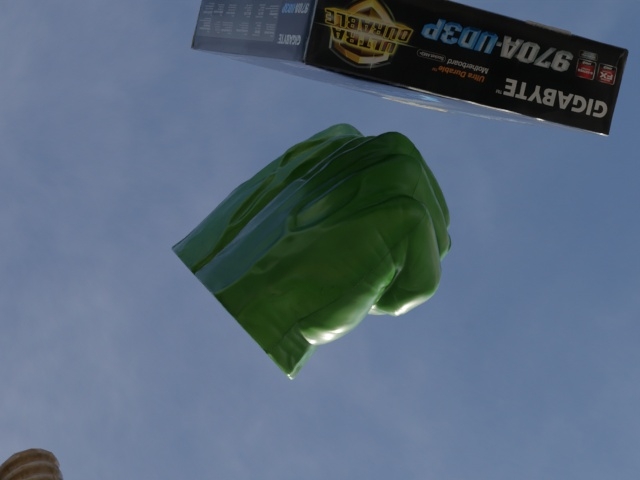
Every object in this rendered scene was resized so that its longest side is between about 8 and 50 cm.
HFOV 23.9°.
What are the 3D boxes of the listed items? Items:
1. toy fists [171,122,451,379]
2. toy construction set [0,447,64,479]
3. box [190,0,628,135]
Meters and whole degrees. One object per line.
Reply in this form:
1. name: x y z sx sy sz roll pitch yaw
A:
1. toy fists: 0.000 0.000 0.914 0.142 0.279 0.096 -43 -79 -4
2. toy construction set: -0.114 0.264 0.350 0.309 0.237 0.257 -29 -47 -4
3. box: 0.041 -0.107 0.847 0.175 0.220 0.051 12 -86 -21
